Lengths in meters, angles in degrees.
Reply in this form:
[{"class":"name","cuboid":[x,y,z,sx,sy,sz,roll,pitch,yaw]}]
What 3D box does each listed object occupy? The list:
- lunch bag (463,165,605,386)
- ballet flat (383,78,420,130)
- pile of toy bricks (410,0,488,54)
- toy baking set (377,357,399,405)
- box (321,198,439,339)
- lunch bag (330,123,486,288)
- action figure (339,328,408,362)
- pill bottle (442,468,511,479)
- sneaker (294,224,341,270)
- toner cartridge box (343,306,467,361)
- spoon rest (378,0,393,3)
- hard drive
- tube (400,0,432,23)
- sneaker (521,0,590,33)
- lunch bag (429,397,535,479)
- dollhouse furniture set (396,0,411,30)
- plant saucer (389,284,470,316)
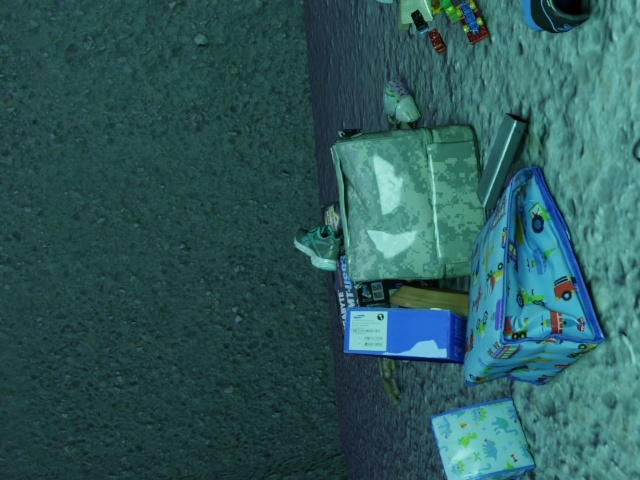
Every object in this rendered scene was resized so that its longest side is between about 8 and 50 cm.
[{"class":"lunch bag","cuboid":[0.286,0.049,0.932,0.221,0.138,0.293,92,177,-63]},{"class":"ballet flat","cuboid":[0.198,-0.266,1.445,0.079,0.077,0.221,38,143,53]},{"class":"pile of toy bricks","cuboid":[0.219,-0.414,1.072,0.105,0.118,0.212,9,-119,-65]},{"class":"toy baking set","cuboid":[0.224,0.417,2.039,0.256,0.030,0.196,-131,37,-75]},{"class":"box","cuboid":[0.146,0.057,1.365,0.073,0.295,0.293,-18,78,44]},{"class":"lunch bag","cuboid":[0.160,-0.071,1.185,0.212,0.256,0.305,-145,48,-79]},{"class":"action figure","cuboid":[0.123,0.212,1.763,0.248,0.276,0.370,-115,32,-47]},{"class":"pill bottle","cuboid":[0.311,0.492,1.127,0.215,0.117,0.117,-111,16,-59]},{"class":"sneaker","cuboid":[0.000,0.000,1.261,0.166,0.065,0.076,40,115,56]},{"class":"toner cartridge box","cuboid":[0.177,0.172,1.074,0.348,0.165,0.075,29,-116,-65]},{"class":"spoon rest","cuboid":[0.139,-0.673,1.403,0.276,0.084,0.137,92,168,-54]},{"class":"hard drive","cuboid":[0.273,-0.121,0.937,0.094,0.022,0.135,-66,-8,-70]},{"class":"tube","cuboid":[0.187,-0.568,1.252,0.070,0.062,0.240,-68,-28,-70]},{"class":"sneaker","cuboid":[0.280,-0.363,0.718,0.090,0.081,0.232,-127,23,-69]},{"class":"lunch bag","cuboid":[0.282,0.363,1.099,0.096,0.151,0.129,95,164,-57]},{"class":"dollhouse furniture set","cuboid":[0.170,-0.534,1.372,0.114,0.091,0.081,89,-175,-57]},{"class":"plant saucer","cuboid":[0.226,0.108,1.119,0.200,0.200,0.037,-177,95,-82]}]
